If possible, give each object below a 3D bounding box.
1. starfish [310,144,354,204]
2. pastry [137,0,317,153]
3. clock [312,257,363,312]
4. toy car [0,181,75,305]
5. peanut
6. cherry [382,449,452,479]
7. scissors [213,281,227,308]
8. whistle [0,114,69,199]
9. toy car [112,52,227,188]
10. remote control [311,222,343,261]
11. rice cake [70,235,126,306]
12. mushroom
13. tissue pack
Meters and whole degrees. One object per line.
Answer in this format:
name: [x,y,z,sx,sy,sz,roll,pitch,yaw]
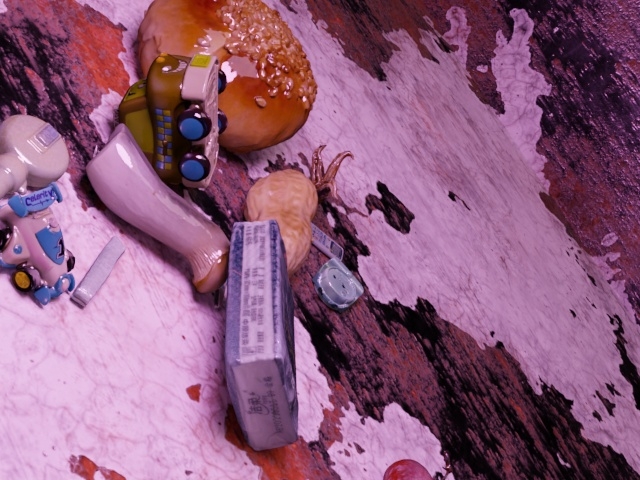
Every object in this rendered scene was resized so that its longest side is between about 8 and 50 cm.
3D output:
starfish: [-0.010,-0.103,2.038,0.057,0.213,0.238,28,71,-22]
pastry: [-0.183,-0.372,1.993,0.410,0.245,0.409,35,30,-24]
clock: [0.031,0.099,1.958,0.101,0.041,0.135,49,29,-3]
toy car: [-0.408,0.003,1.393,0.161,0.098,0.126,57,30,0]
peanut: [-0.084,-0.028,1.856,0.149,0.149,0.313,36,37,-24]
cherry: [0.176,0.432,1.729,0.107,0.090,0.225,51,29,5]
scissors: [-0.178,0.084,1.713,0.058,0.014,0.119,37,28,-22]
whistle: [-0.474,-0.121,1.486,0.126,0.067,0.258,45,32,-13]
toy car: [-0.281,-0.223,1.736,0.198,0.247,0.204,7,35,2]
remote control: [0.000,0.000,2.053,0.124,0.018,0.053,40,30,-17]
rice cake: [-0.348,0.047,1.506,0.033,0.029,0.170,37,30,-11]
mushroom: [-0.267,-0.057,1.642,0.328,0.122,0.159,47,39,-7]
tissue pack: [-0.095,0.150,1.571,0.315,0.103,0.227,-93,175,-46]
